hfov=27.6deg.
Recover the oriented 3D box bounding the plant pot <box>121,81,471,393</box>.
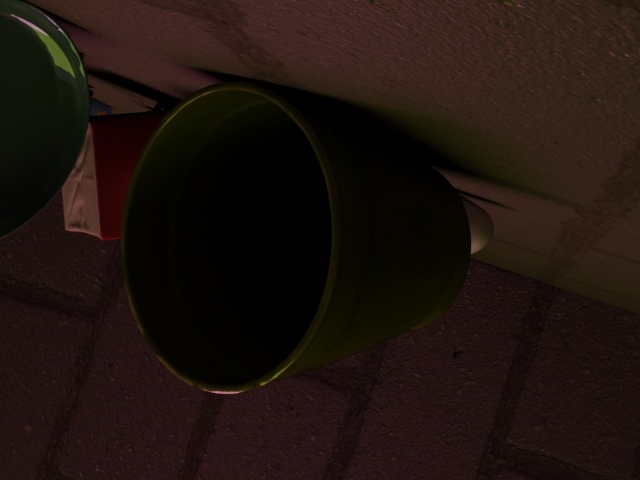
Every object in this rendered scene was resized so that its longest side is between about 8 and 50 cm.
[{"bbox_3d":[0.000,0.000,1.656,0.366,0.366,0.353,17,-170,41],"label":"plant pot"}]

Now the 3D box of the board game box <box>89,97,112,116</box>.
[{"bbox_3d":[-0.623,-0.297,2.575,0.336,0.079,0.254,18,178,24],"label":"board game box"}]

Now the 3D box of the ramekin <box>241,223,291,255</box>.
[{"bbox_3d":[-0.134,-0.048,1.918,0.277,0.135,0.277,37,-153,-23],"label":"ramekin"}]

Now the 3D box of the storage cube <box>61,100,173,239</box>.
[{"bbox_3d":[-0.297,-0.111,2.077,0.193,0.215,0.184,-8,-171,-28],"label":"storage cube"}]

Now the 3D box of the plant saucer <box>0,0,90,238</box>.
[{"bbox_3d":[-0.418,-0.139,1.525,0.044,0.317,0.317,31,-173,41],"label":"plant saucer"}]

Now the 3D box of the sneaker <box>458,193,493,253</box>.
[{"bbox_3d":[0.110,-0.053,1.946,0.292,0.108,0.169,20,-178,13],"label":"sneaker"}]

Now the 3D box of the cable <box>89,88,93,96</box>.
[{"bbox_3d":[-0.498,-0.280,2.302,0.184,0.047,0.150,21,178,-33],"label":"cable"}]

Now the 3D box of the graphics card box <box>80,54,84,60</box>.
[{"bbox_3d":[-0.452,-0.177,1.992,0.094,0.232,0.371,20,179,-16],"label":"graphics card box"}]
